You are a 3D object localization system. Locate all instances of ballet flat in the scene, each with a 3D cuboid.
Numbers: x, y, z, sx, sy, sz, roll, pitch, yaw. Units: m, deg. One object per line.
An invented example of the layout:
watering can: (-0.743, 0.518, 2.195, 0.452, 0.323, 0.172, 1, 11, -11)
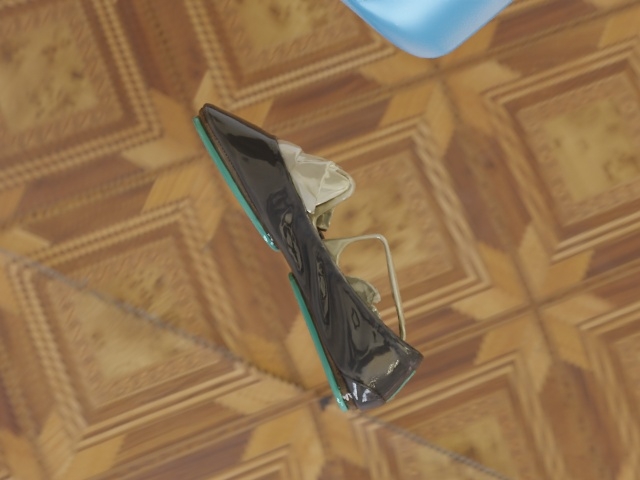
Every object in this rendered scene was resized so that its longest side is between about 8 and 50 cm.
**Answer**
ballet flat: (0.000, 0.000, 1.048, 0.074, 0.074, 0.203, -27, 88, -16)

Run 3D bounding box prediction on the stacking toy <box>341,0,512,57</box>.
stacking toy: (0.091, -0.251, 1.011, 0.175, 0.166, 0.302, 44, 36, -5)
